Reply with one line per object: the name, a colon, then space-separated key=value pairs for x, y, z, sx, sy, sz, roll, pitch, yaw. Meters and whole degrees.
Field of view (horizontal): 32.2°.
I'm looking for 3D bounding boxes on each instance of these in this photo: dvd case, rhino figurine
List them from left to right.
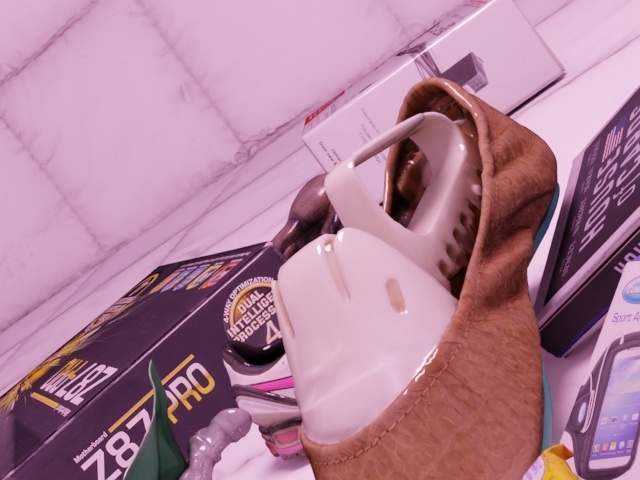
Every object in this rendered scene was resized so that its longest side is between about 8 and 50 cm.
rhino figurine: x=0.000 y=0.000 z=1.026 sx=0.106 sy=0.073 sz=0.243 roll=-53 pitch=-4 yaw=-8
dvd case: x=0.193 y=-0.067 z=0.555 sx=0.238 sy=0.030 sz=0.179 roll=-54 pitch=5 yaw=40

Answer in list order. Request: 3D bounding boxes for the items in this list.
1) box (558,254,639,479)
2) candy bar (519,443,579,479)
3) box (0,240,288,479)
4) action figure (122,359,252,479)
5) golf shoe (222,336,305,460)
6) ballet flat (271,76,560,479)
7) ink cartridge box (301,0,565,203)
box: x=0.122 y=0.056 z=0.380 sx=0.136 sy=0.028 sz=0.081 roll=-64 pitch=18 yaw=-15
candy bar: x=0.088 y=0.109 z=0.319 sx=0.040 sy=0.018 sz=0.161 roll=-58 pitch=20 yaw=10
box: x=-0.191 y=0.143 z=0.988 sx=0.318 sy=0.097 sz=0.395 roll=-43 pitch=12 yaw=-18
action figure: x=-0.052 y=0.160 z=0.449 sx=0.064 sy=0.137 sz=0.232 roll=-21 pitch=22 yaw=13
golf shoe: x=0.024 y=0.061 z=0.667 sx=0.186 sy=0.086 sz=0.067 roll=-30 pitch=11 yaw=18
ballet flat: x=0.045 y=0.019 z=0.529 sx=0.116 sy=0.124 sz=0.342 roll=-33 pitch=20 yaw=35
ink cartridge box: x=0.120 y=-0.164 z=1.267 sx=0.273 sy=0.114 sz=0.197 roll=-34 pitch=10 yaw=7
